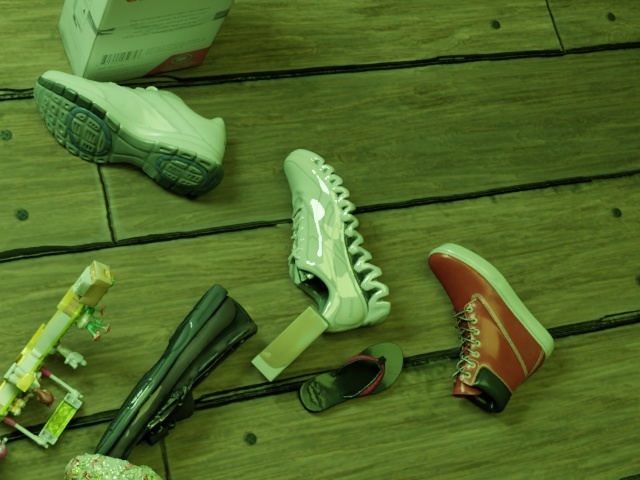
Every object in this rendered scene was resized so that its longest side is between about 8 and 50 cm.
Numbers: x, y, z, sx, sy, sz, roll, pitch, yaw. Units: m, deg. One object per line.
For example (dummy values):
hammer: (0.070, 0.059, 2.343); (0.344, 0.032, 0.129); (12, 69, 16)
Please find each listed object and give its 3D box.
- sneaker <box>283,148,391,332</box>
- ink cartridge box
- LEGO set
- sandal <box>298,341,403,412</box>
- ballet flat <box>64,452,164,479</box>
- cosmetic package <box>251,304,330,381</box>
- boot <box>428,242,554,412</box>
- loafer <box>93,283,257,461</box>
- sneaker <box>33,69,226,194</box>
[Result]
sneaker: (0.000, 0.000, 1.782); (0.118, 0.110, 0.292); (-19, 76, -17)
ink cartridge box: (-0.244, -0.348, 1.724); (0.207, 0.283, 0.117); (-15, 75, -26)
LEGO set: (-0.337, 0.167, 1.562); (0.107, 0.132, 0.287); (37, 83, -9)
sandal: (0.052, 0.199, 1.748); (0.179, 0.040, 0.067); (-23, 78, -27)
ballet flat: (-0.217, 0.348, 1.536); (0.241, 0.091, 0.077); (29, 18, -17)
cosmetic package: (-0.041, 0.144, 1.698); (0.115, 0.060, 0.041); (-44, 88, 0)
boot: (0.222, 0.136, 1.817); (0.244, 0.088, 0.176); (47, 62, -1)
loafer: (-0.187, 0.193, 1.627); (0.095, 0.109, 0.302); (38, 58, -7)
sneaker: (-0.274, -0.173, 1.760); (0.297, 0.111, 0.129); (25, 46, -14)
